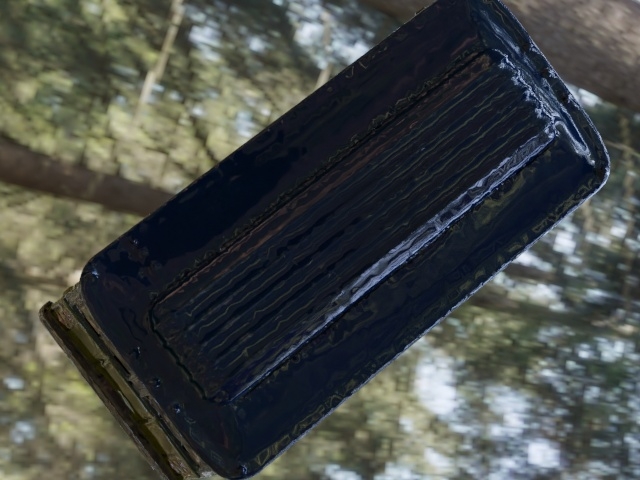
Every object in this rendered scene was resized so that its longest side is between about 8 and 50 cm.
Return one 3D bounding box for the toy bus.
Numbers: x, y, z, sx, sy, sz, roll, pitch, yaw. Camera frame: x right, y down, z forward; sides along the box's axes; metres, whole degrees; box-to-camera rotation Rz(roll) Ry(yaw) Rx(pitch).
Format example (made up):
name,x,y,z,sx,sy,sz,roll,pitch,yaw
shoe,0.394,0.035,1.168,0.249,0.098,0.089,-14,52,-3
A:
name,x,y,z,sx,sy,sz,roll,pitch,yaw
toy bus,0.000,0.000,0.980,0.287,0.175,0.138,-38,-87,-19
